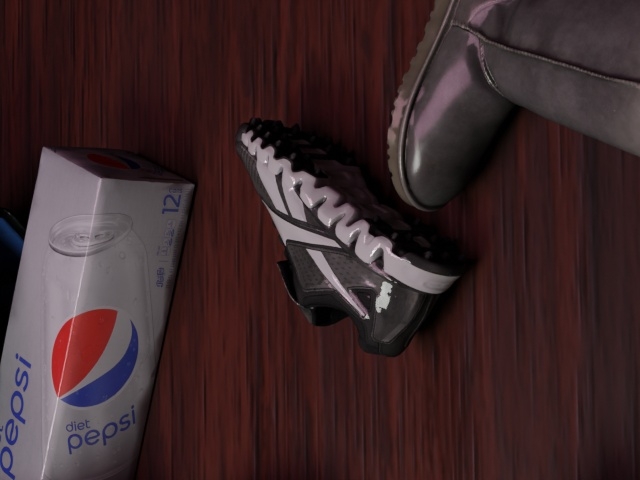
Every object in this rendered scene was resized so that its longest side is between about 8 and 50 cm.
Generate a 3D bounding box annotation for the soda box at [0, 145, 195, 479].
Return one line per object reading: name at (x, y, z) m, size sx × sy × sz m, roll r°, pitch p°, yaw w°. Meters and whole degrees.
soda box at (-0.187, 0.074, 1.579) m, size 0.098 × 0.091 × 0.286 m, roll 28°, pitch 109°, yaw 48°

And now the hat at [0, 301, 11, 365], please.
hat at (-0.329, 0.105, 1.636) m, size 0.331 × 0.134 × 0.331 m, roll -165°, pitch 90°, yaw -86°

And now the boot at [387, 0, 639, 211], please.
boot at (0.143, -0.081, 1.208) m, size 0.208 × 0.076 × 0.190 m, roll 26°, pitch 110°, yaw 42°

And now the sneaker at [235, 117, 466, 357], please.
sneaker at (0.000, 0.000, 1.362) m, size 0.234 × 0.078 × 0.106 m, roll 42°, pitch 117°, yaw 42°

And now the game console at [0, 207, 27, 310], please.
game console at (-0.279, 0.038, 1.708) m, size 0.122 × 0.071 × 0.107 m, roll -11°, pitch 68°, yaw 51°
